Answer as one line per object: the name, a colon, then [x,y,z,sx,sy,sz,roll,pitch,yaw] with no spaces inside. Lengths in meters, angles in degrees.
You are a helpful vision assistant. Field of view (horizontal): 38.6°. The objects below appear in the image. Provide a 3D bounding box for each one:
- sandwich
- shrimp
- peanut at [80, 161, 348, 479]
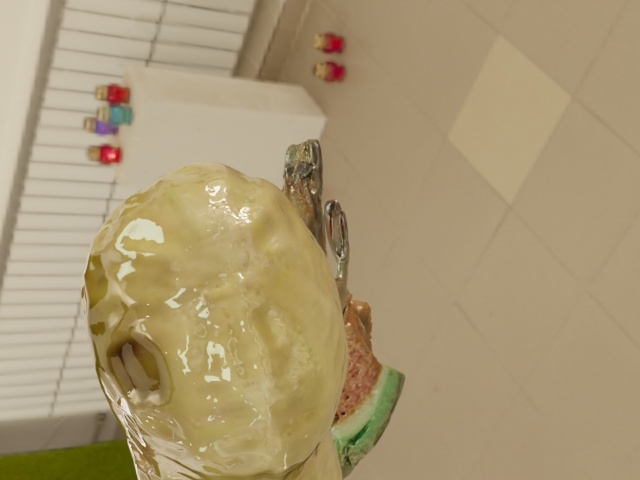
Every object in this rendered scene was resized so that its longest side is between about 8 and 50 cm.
sandwich: [0.051,0.203,1.393,0.162,0.250,0.301,5,122,36]
shrimp: [0.001,0.000,1.187,0.058,0.173,0.253,-4,83,28]
peanut: [-0.040,0.079,0.424,0.120,0.110,0.236,5,120,24]
